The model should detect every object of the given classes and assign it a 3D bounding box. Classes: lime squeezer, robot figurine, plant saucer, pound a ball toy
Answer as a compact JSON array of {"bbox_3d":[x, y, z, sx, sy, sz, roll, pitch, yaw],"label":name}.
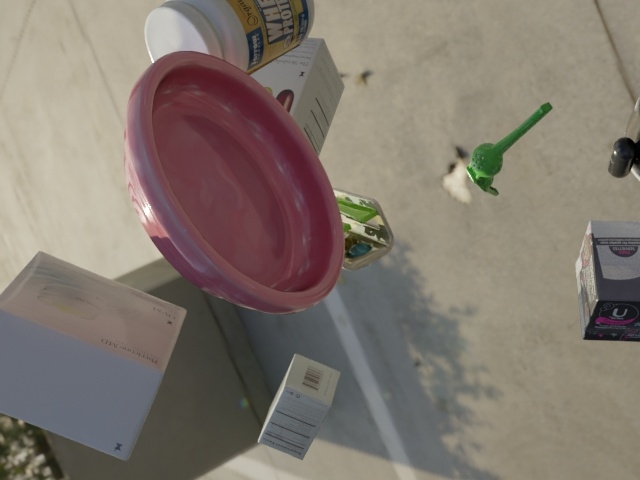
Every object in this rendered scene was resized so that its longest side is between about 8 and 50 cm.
[{"bbox_3d":[0.290,-0.132,1.761,0.059,0.110,0.310,44,158,13],"label":"lime squeezer"},{"bbox_3d":[0.563,-0.170,1.606,0.209,0.174,0.278,15,166,10],"label":"robot figurine"},{"bbox_3d":[-0.107,-0.059,1.217,0.084,0.332,0.332,-31,83,30],"label":"plant saucer"},{"bbox_3d":[0.000,0.000,2.206,0.136,0.208,0.319,66,165,-15],"label":"pound a ball toy"}]

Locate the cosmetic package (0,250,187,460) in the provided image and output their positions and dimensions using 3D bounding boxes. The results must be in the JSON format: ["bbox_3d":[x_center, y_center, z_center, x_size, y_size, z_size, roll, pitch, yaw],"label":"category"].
[{"bbox_3d":[-0.312,0.142,1.361,0.225,0.224,0.138,-88,21,-72],"label":"cosmetic package"}]

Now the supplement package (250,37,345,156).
[{"bbox_3d":[-0.072,-0.197,1.703,0.139,0.244,0.134,8,155,23],"label":"supplement package"}]

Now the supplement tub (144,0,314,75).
[{"bbox_3d":[-0.119,-0.288,1.388,0.144,0.199,0.144,27,137,29],"label":"supplement tub"}]

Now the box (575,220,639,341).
[{"bbox_3d":[0.561,0.066,1.727,0.142,0.247,0.163,88,-175,-57],"label":"box"}]

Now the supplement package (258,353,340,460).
[{"bbox_3d":[-0.044,0.341,2.139,0.105,0.105,0.179,23,127,-3],"label":"supplement package"}]
